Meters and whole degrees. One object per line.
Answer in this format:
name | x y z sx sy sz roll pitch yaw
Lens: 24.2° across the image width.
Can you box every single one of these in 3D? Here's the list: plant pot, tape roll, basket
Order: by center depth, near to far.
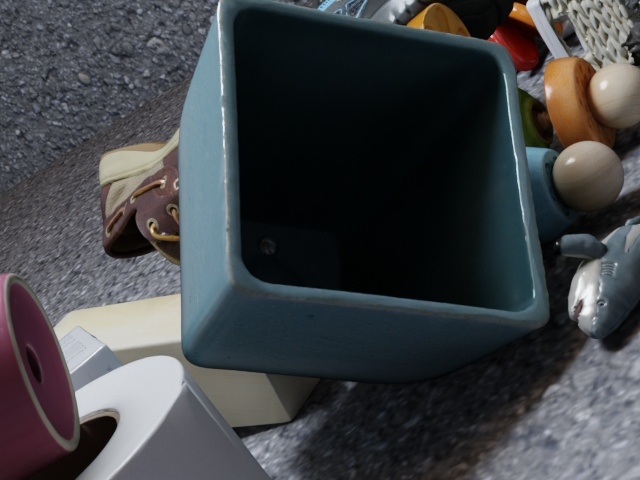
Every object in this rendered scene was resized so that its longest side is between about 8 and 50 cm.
plant pot | -0.270 0.112 1.010 0.180 0.201 0.201 -19 16 1
tape roll | -0.146 0.223 1.057 0.246 0.169 0.246 -32 16 10
plant pot | -0.001 -0.008 1.185 0.252 0.248 0.247 131 141 -55
basket | 0.315 -0.260 1.598 0.103 0.113 0.167 -18 24 44

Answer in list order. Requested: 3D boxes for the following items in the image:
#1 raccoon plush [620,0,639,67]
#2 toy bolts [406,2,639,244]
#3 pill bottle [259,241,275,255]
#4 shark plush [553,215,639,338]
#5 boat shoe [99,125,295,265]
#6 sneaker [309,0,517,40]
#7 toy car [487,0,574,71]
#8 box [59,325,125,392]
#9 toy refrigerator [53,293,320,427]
raccoon plush | 0.374 -0.324 1.309 0.216 0.299 0.446 -42 17 -23
toy bolts | 0.186 -0.106 1.305 0.158 0.218 0.228 -18 41 32
pill bottle | 0.000 0.000 1.473 0.246 0.130 0.130 -29 17 25
shark plush | 0.245 0.021 1.092 0.161 0.073 0.067 -20 30 -22
boat shoe | -0.117 -0.034 1.428 0.342 0.123 0.123 -6 70 52
sneaker | 0.053 -0.211 1.447 0.341 0.125 0.139 -39 58 21
toy car | 0.216 -0.254 1.787 0.182 0.159 0.136 -16 61 50
box | -0.205 0.199 1.228 0.182 0.181 0.119 -39 16 -13
toy refrigerator | -0.135 0.112 1.392 0.269 0.102 0.094 -10 27 35
